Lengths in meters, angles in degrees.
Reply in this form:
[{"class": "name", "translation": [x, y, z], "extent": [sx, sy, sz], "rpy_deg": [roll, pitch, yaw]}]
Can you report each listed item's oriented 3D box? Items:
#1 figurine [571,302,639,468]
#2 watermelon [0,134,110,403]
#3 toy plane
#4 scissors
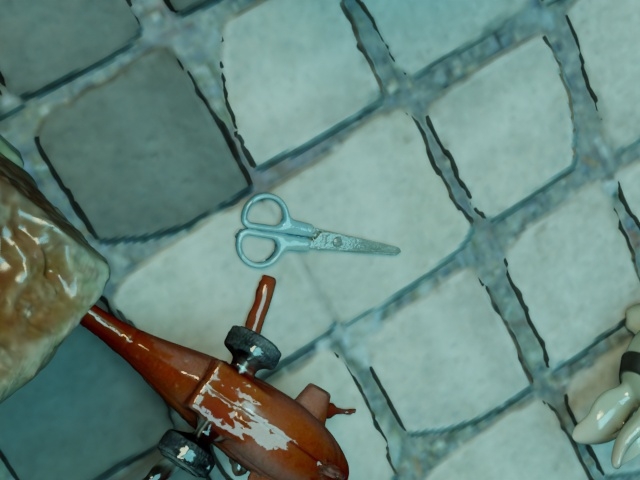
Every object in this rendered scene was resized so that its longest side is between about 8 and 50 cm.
[{"class": "figurine", "translation": [0.202, 0.064, 0.724], "extent": [0.098, 0.081, 0.146], "rpy_deg": [34, 87, -21]}, {"class": "watermelon", "translation": [-0.202, -0.034, 0.459], "extent": [0.264, 0.302, 0.151], "rpy_deg": [45, 67, -45]}, {"class": "toy plane", "translation": [-0.064, 0.048, 0.637], "extent": [0.126, 0.077, 0.194], "rpy_deg": [-37, 100, -19]}, {"class": "scissors", "translation": [0.000, 0.000, 0.682], "extent": [0.083, 0.006, 0.036], "rpy_deg": [10, 95, -20]}]
